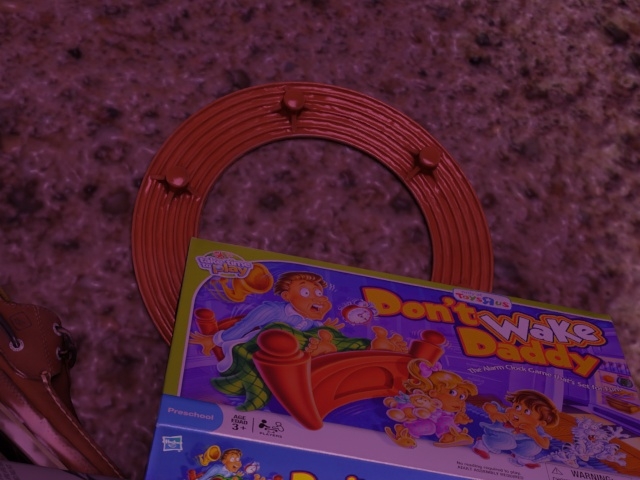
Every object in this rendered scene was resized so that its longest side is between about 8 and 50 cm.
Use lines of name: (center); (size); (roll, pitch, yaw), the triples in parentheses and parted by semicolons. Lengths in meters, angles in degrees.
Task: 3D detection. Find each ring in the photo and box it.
ring: (0.000, 0.000, 1.099); (0.336, 0.032, 0.337); (5, 67, -11)

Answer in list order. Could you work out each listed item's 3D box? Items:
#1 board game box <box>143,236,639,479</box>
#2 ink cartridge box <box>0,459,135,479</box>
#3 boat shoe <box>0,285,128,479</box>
board game box: (0.058, 0.118, 0.890); (0.347, 0.078, 0.233); (11, 30, -7)
ink cartridge box: (-0.160, 0.267, 0.837); (0.272, 0.114, 0.197); (14, 87, -22)
boat shoe: (-0.240, 0.093, 0.955); (0.307, 0.111, 0.104); (45, 65, 6)
